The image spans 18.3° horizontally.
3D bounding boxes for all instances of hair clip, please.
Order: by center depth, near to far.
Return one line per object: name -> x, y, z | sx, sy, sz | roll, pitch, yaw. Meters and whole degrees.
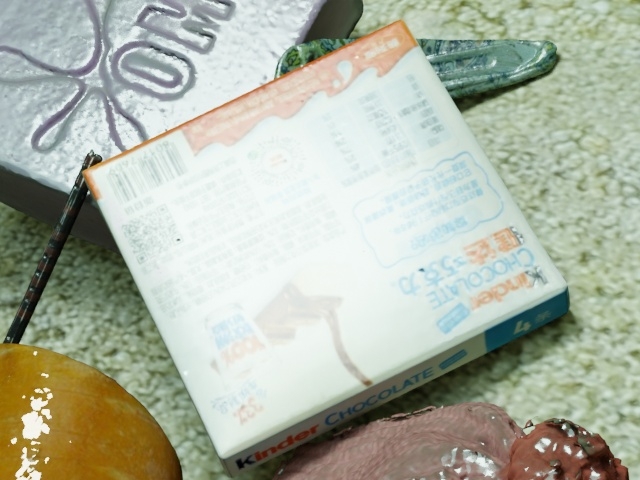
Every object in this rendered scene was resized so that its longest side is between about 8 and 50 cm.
hair clip -> 0.073, -0.132, 1.550 | 0.229, 0.036, 0.066 | -7, 79, -10

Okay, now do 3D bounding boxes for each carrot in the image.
carrot -> -0.184, 0.254, 1.294 | 0.193, 0.214, 0.331 | -29, 38, 31

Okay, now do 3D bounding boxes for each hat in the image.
hat -> 0.069, 0.185, 1.266 | 0.286, 0.107, 0.237 | -23, 33, 29

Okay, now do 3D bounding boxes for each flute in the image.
flute -> -0.225, 0.050, 1.521 | 0.014, 0.014, 0.269 | 42, 112, 45

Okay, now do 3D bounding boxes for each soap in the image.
soap -> -0.153, -0.143, 1.610 | 0.285, 0.107, 0.296 | 21, 68, 18

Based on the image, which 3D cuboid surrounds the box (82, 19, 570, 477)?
box -> 0.000, 0.000, 1.433 | 0.273, 0.048, 0.265 | -25, 61, -5
